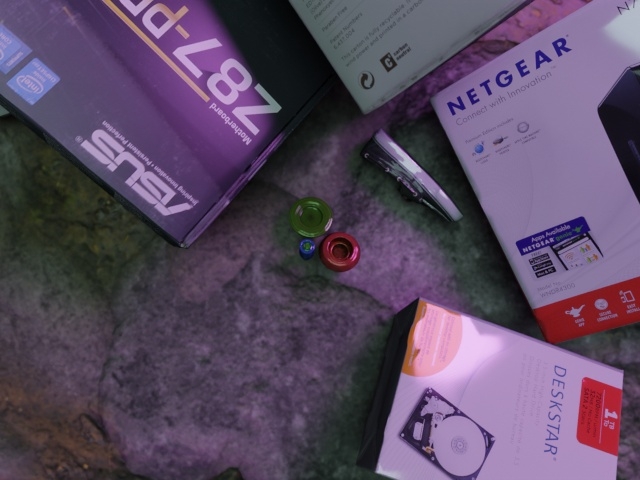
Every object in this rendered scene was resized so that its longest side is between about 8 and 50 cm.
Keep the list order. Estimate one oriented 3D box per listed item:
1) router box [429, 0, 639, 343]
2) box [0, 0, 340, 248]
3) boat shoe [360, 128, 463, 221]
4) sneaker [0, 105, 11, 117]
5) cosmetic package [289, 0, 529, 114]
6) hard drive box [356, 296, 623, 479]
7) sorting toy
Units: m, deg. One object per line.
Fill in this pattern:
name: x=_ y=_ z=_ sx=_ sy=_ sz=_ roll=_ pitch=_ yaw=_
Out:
router box: x=0.325 y=-0.090 z=0.456 sx=0.336 sy=0.082 sz=0.300 roll=-27 pitch=90 yaw=30
box: x=-0.176 y=-0.236 z=0.434 sx=0.395 sy=0.097 sz=0.318 roll=44 pitch=75 yaw=-18
boat shoe: x=0.107 y=-0.069 z=0.551 sx=0.142 sy=0.049 sz=0.040 roll=45 pitch=109 yaw=1
sneaker: x=-0.290 y=-0.233 z=0.496 sx=0.297 sy=0.129 sz=0.110 roll=-25 pitch=64 yaw=-2
cosmetic package: x=0.021 y=-0.314 z=0.384 sx=0.155 sy=0.197 sz=0.365 roll=-28 pitch=102 yaw=40
hard drive box: x=0.178 y=0.188 z=0.498 sx=0.232 sy=0.089 sz=0.180 roll=19 pitch=67 yaw=-1
sorting toy: x=0.000 y=0.000 z=0.556 sx=0.061 sy=0.042 sz=0.102 roll=-37 pitch=78 yaw=-15
